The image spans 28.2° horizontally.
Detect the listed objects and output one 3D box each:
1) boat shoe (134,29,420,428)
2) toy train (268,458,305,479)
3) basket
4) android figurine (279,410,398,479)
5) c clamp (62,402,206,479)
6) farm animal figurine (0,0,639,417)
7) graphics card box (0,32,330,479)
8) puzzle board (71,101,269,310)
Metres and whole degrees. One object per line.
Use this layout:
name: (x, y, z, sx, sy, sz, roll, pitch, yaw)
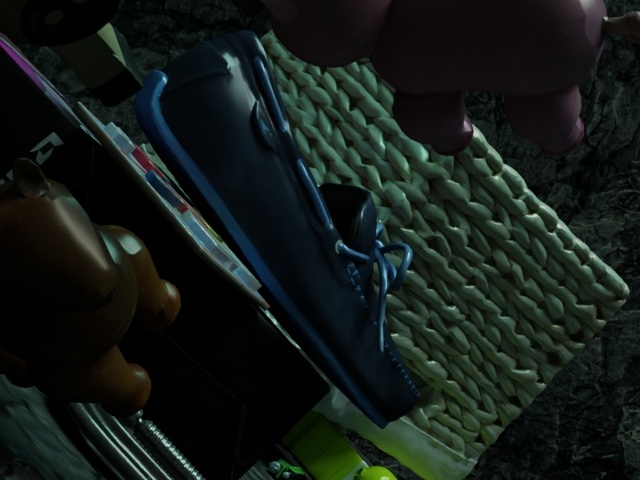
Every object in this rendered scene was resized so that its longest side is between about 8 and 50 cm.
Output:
boat shoe: (0.000, 0.000, 0.719, 0.258, 0.089, 0.109, 58, -12, -32)
toy train: (-0.028, 0.191, 1.051, 0.023, 0.017, 0.083, 35, -6, 11)
basket: (0.051, -0.003, 1.186, 0.328, 0.266, 0.331, 39, 9, -41)
android figurine: (0.033, 0.227, 1.177, 0.273, 0.056, 0.248, 51, -8, -8)
c clamp: (-0.057, 0.115, 0.561, 0.161, 0.022, 0.137, 48, 1, -6)
farm animal figurine: (-0.064, -0.128, 0.420, 0.327, 0.330, 0.172, 43, -1, 38)
graphics card box: (-0.165, -0.030, 0.787, 0.233, 0.094, 0.371, 50, -4, -40)
puzzle board: (-0.069, -0.015, 0.628, 0.096, 0.011, 0.128, 47, -1, 18)
